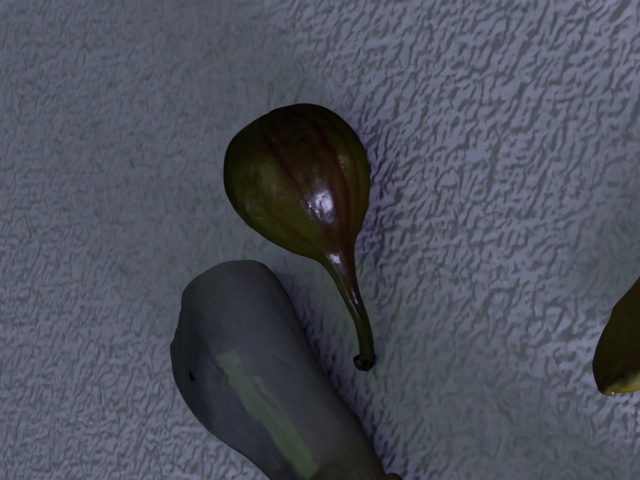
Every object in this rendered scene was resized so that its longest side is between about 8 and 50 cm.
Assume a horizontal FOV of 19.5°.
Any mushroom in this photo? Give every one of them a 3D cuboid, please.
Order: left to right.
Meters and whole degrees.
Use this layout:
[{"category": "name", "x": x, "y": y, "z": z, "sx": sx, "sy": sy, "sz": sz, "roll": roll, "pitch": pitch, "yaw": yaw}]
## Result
[{"category": "mushroom", "x": -0.031, "y": 0.157, "z": 1.621, "sx": 0.328, "sy": 0.122, "sz": 0.159, "roll": 54, "pitch": 165, "yaw": 36}]

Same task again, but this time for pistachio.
[{"category": "pistachio", "x": 0.256, "y": 0.053, "z": 1.305, "sx": 0.173, "sy": 0.049, "sz": 0.089, "roll": -58, "pitch": 27, "yaw": 35}]

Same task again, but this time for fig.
[{"category": "fig", "x": 0.000, "y": 0.000, "z": 1.575, "sx": 0.124, "sy": 0.124, "sz": 0.236, "roll": -23, "pitch": 85, "yaw": 48}]
